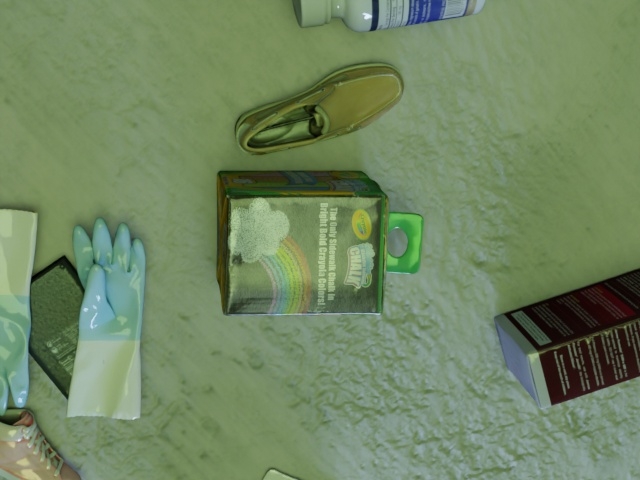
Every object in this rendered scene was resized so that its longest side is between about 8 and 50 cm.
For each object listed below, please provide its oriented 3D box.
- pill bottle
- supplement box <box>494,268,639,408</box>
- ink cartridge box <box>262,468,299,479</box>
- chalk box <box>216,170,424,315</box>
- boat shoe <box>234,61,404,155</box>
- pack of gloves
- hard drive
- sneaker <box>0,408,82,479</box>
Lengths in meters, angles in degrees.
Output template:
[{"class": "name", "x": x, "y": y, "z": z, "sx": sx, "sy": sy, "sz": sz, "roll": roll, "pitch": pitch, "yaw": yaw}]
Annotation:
[{"class": "pill bottle", "x": 0.065, "y": -0.270, "z": 1.134, "sx": 0.187, "sy": 0.112, "sz": 0.112, "roll": -9, "pitch": 106, "yaw": -6}, {"class": "supplement box", "x": 0.331, "y": 0.099, "z": 1.263, "sx": 0.239, "sy": 0.130, "sz": 0.073, "roll": -18, "pitch": 106, "yaw": -2}, {"class": "ink cartridge box", "x": -0.055, "y": 0.380, "z": 1.314, "sx": 0.115, "sy": 0.067, "sz": 0.198, "roll": 25, "pitch": 100, "yaw": -14}, {"class": "chalk box", "x": 0.000, "y": 0.000, "z": 1.188, "sx": 0.213, "sy": 0.132, "sz": 0.132, "roll": 0, "pitch": 104, "yaw": -10}, {"class": "boat shoe", "x": 0.004, "y": -0.130, "z": 1.182, "sx": 0.190, "sy": 0.072, "sz": 0.068, "roll": -25, "pitch": 107, "yaw": -2}, {"class": "pack of gloves", "x": -0.285, "y": 0.086, "z": 1.188, "sx": 0.195, "sy": 0.046, "sz": 0.232, "roll": 2, "pitch": 104, "yaw": -10}, {"class": "hard drive", "x": -0.278, "y": 0.096, "z": 1.227, "sx": 0.094, "sy": 0.022, "sz": 0.135, "roll": -34, "pitch": 107, "yaw": 2}, {"class": "sneaker", "x": -0.317, "y": 0.231, "z": 1.243, "sx": 0.134, "sy": 0.051, "sz": 0.070, "roll": 26, "pitch": 105, "yaw": -10}]
